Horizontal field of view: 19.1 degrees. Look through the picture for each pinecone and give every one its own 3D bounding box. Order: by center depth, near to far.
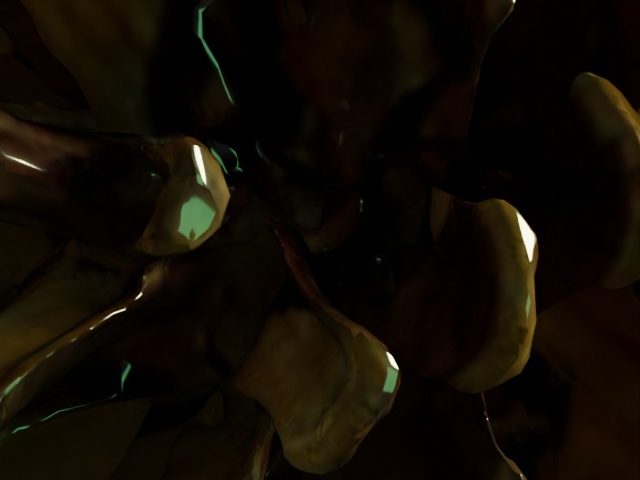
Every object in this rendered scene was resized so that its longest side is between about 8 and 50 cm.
[{"bbox_3d":[0.000,0.000,0.664,0.384,0.384,0.384,5,90,-72],"label":"pinecone"}]
